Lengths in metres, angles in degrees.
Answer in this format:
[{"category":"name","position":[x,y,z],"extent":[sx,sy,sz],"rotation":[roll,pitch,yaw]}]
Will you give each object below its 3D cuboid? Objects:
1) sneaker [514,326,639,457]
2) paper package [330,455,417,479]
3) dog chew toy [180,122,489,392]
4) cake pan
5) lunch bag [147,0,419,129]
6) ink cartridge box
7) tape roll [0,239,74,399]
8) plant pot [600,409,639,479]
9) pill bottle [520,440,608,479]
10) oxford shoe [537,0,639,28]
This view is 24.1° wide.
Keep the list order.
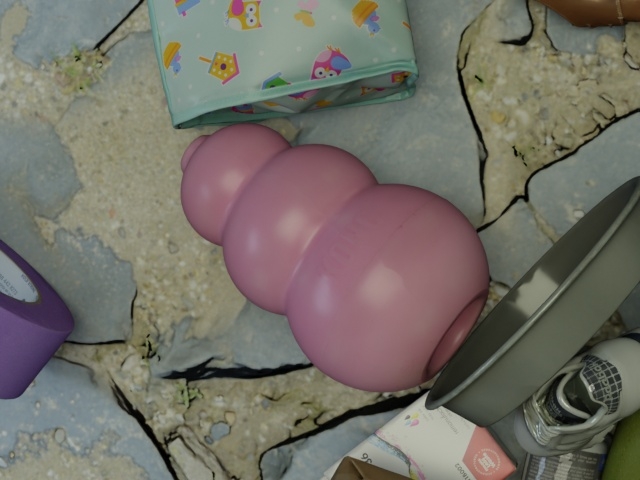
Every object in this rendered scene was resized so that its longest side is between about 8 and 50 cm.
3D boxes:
[{"category":"sneaker","position":[0.222,0.145,1.348],"extent":[0.095,0.235,0.090],"rotation":[-22,74,-27]},{"category":"paper package","position":[0.100,0.411,1.384],"extent":[0.309,0.168,0.325],"rotation":[18,122,10]},{"category":"dog chew toy","position":[0.000,0.000,1.475],"extent":[0.332,0.206,0.206],"rotation":[35,93,17]},{"category":"cake pan","position":[0.213,0.064,1.385],"extent":[0.054,0.293,0.293],"rotation":[43,94,1]},{"category":"lunch bag","position":[-0.045,-0.235,1.509],"extent":[0.262,0.160,0.223],"rotation":[-10,86,3]},{"category":"ink cartridge box","position":[0.086,0.241,1.508],"extent":[0.198,0.067,0.115],"rotation":[-39,82,6]},{"category":"tape roll","position":[-0.380,0.038,1.490],"extent":[0.275,0.275,0.090],"rotation":[39,95,9]},{"category":"plant pot","position":[0.380,0.203,1.386],"extent":[0.275,0.275,0.293],"rotation":[33,110,9]},{"category":"pill bottle","position":[0.239,0.226,1.478],"extent":[0.078,0.078,0.137],"rotation":[13,90,10]},{"category":"oxford shoe","position":[0.292,-0.243,1.508],"extent":[0.212,0.076,0.076],"rotation":[22,121,7]}]
